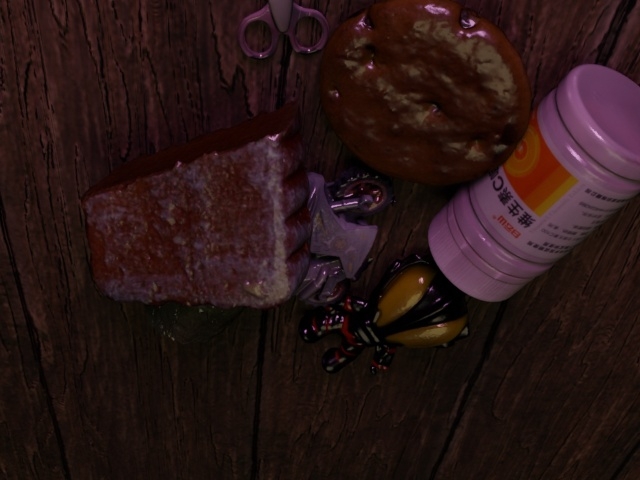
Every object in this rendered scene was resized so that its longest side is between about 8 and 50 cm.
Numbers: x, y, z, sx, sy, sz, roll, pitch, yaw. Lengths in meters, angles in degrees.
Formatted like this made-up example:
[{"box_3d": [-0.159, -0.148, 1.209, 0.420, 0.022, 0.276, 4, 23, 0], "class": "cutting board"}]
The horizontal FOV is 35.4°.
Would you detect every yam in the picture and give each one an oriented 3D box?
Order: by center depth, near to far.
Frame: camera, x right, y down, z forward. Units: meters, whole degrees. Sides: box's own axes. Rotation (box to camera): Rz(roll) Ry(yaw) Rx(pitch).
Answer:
[{"box_3d": [-0.122, 0.042, 1.160, 0.107, 0.107, 0.183, 20, 135, -24], "class": "yam"}]

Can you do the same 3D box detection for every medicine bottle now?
[{"box_3d": [0.228, -0.052, 1.021, 0.133, 0.133, 0.249, 17, 139, -22], "class": "medicine bottle"}]

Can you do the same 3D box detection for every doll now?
[{"box_3d": [0.091, 0.097, 1.244, 0.249, 0.088, 0.127, -22, 137, 30], "class": "doll"}]

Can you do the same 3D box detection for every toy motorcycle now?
[{"box_3d": [0.000, 0.000, 1.118, 0.123, 0.080, 0.215, 8, 133, -17], "class": "toy motorcycle"}]

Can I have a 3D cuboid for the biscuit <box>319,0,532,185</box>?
[{"box_3d": [0.095, -0.134, 0.948, 0.212, 0.036, 0.212, 11, 134, 11], "class": "biscuit"}]

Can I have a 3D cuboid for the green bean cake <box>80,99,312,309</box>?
[{"box_3d": [-0.124, -0.033, 1.019, 0.233, 0.097, 0.198, -2, 107, 16], "class": "green bean cake"}]

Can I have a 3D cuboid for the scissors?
[{"box_3d": [-0.037, -0.226, 0.882, 0.086, 0.022, 0.176, -5, 144, -1], "class": "scissors"}]
